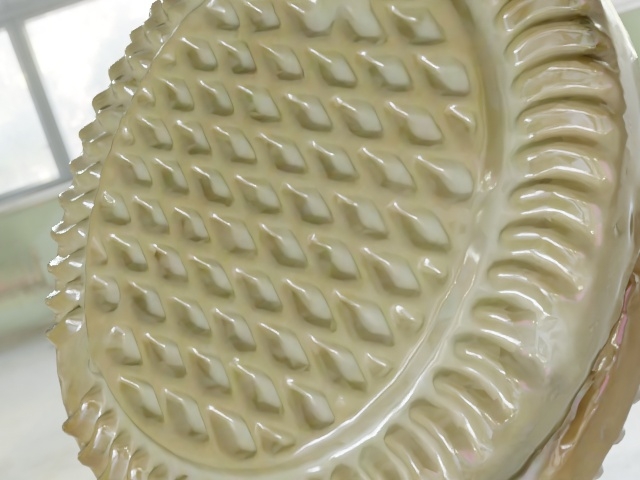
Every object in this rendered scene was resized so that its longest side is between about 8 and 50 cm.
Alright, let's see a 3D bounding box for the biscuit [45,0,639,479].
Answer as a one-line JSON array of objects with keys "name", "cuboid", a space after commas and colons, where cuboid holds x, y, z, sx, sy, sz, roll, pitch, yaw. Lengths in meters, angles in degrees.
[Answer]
[{"name": "biscuit", "cuboid": [0.000, 0.000, 0.460, 0.259, 0.259, 0.079, -10, -22, 40]}]
